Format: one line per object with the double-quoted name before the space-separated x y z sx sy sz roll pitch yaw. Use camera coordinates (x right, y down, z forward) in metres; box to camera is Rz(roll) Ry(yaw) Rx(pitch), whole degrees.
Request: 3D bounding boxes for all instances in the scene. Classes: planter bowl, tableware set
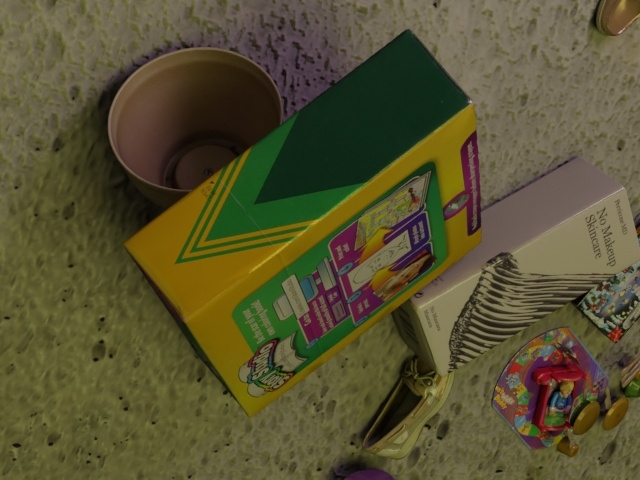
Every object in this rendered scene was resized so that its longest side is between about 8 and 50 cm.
"planter bowl" -0.112 -0.085 1.517 0.162 0.162 0.109 -29 151 -13
"tableware set" 0.343 0.201 1.954 0.154 0.024 0.104 -44 145 -17

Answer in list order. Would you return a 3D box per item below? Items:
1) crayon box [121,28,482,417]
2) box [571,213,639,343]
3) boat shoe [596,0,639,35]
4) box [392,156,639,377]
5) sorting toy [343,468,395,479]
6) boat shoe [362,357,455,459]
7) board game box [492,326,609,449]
"crayon box" 0.000 0.000 1.529 0.313 0.106 0.363 -36 160 -7
"box" 0.366 0.045 1.904 0.137 0.027 0.094 -49 127 1
"boat shoe" 0.348 -0.274 1.721 0.050 0.045 0.135 31 97 -36
"box" 0.211 0.027 1.770 0.275 0.094 0.113 -30 125 -11
"sorting toy" 0.010 0.427 1.883 0.126 0.127 0.365 8 110 -62
"boat shoe" 0.100 0.179 1.815 0.048 0.056 0.153 16 113 -38
"board game box" 0.285 0.188 1.930 0.133 0.033 0.168 -43 126 -3
